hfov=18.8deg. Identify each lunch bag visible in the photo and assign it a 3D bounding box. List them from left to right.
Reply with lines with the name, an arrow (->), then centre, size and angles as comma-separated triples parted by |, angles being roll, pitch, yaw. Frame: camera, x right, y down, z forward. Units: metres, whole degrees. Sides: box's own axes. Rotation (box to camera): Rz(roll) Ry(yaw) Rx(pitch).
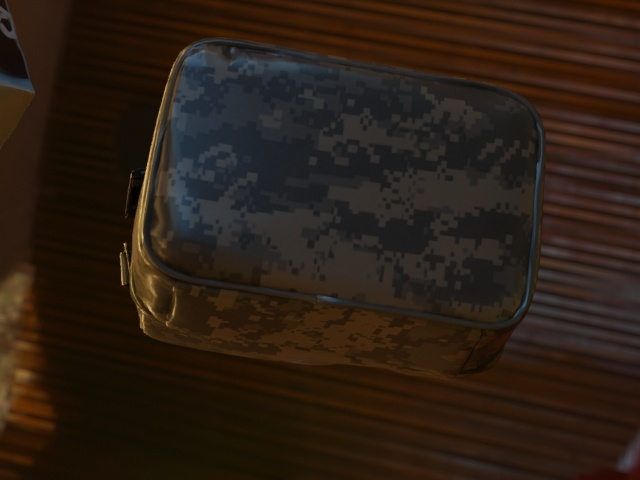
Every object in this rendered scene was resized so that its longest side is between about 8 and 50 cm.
lunch bag -> 0.000, 0.000, 1.472 | 0.256, 0.305, 0.213 | 107, 170, -65

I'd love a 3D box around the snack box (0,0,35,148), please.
snack box -> -0.236, -0.111, 0.954 | 0.187, 0.060, 0.322 | -52, 40, 28
